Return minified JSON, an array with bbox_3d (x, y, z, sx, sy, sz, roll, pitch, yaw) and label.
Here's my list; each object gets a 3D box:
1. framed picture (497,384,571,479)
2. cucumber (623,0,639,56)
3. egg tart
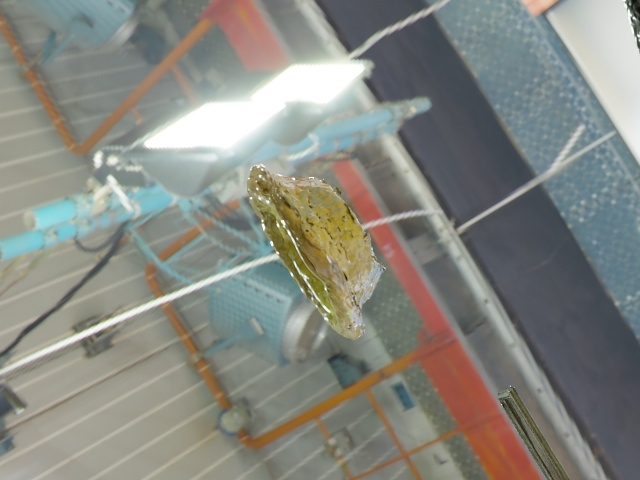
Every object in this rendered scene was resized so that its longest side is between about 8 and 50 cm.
[{"bbox_3d":[0.351,0.343,1.586,0.252,0.014,0.197,60,178,11],"label":"framed picture"},{"bbox_3d":[0.400,-0.241,1.176,0.074,0.074,0.241,-20,-88,-50],"label":"cucumber"},{"bbox_3d":[0.000,0.000,1.739,0.132,0.345,0.345,-34,-90,-7],"label":"egg tart"}]
